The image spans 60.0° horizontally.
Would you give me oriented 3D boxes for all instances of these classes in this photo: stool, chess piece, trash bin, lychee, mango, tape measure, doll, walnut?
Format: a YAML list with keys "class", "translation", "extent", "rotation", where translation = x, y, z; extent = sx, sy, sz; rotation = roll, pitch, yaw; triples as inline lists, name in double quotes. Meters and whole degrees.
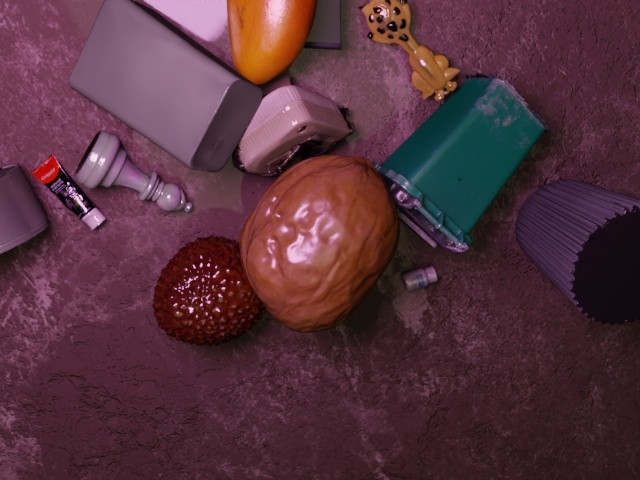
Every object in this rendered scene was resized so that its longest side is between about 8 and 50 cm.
- class: "stool"
  translation: [0.679, 0.006, 1.399]
  extent: [0.297, 0.330, 0.297]
  rotation: [-3, 111, -7]
- class: "chess piece"
  translation: [-0.424, -0.138, 1.314]
  extent: [0.271, 0.139, 0.139]
  rotation: [29, 105, -28]
- class: "trash bin"
  translation: [0.322, -0.186, 1.310]
  extent: [0.259, 0.295, 0.381]
  rotation: [38, 96, -19]
- class: "lychee"
  translation: [-0.264, 0.129, 1.355]
  extent: [0.275, 0.304, 0.276]
  rotation: [8, 107, 30]
- class: "trash bin"
  translation: [-0.317, -0.314, 1.140]
  extent: [0.343, 0.158, 0.223]
  rotation: [37, 105, 18]
- class: "trash bin"
  translation: [-0.068, -0.508, 1.222]
  extent: [0.225, 0.115, 0.165]
  rotation: [-1, 112, -3]
- class: "mango"
  translation: [-0.103, -0.441, 1.115]
  extent: [0.187, 0.138, 0.257]
  rotation: [8, 107, 8]
- class: "tape measure"
  translation: [-0.069, -0.229, 1.268]
  extent: [0.231, 0.271, 0.133]
  rotation: [-32, 81, 27]
- class: "doll"
  translation: [0.209, -0.451, 1.288]
  extent: [0.117, 0.086, 0.291]
  rotation: [-38, 108, 28]
- class: "walnut"
  translation: [0.000, 0.000, 1.198]
  extent: [0.307, 0.354, 0.398]
  rotation: [27, 103, -29]

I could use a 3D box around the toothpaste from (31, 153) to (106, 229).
- class: "toothpaste"
  translation: [-0.603, -0.110, 1.335]
  extent: [0.071, 0.045, 0.193]
  rotation: [-36, 105, 6]

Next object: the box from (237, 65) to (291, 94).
- class: "box"
  translation: [-0.125, -0.376, 1.275]
  extent: [0.122, 0.089, 0.062]
  rotation: [-13, 123, -2]

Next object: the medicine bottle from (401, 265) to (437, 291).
- class: "medicine bottle"
  translation: [0.273, 0.104, 1.529]
  extent: [0.089, 0.052, 0.052]
  rotation: [-17, 112, -2]

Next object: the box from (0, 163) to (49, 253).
- class: "box"
  translation: [-0.745, -0.059, 1.232]
  extent: [0.226, 0.226, 0.149]
  rotation: [-19, 112, 0]
